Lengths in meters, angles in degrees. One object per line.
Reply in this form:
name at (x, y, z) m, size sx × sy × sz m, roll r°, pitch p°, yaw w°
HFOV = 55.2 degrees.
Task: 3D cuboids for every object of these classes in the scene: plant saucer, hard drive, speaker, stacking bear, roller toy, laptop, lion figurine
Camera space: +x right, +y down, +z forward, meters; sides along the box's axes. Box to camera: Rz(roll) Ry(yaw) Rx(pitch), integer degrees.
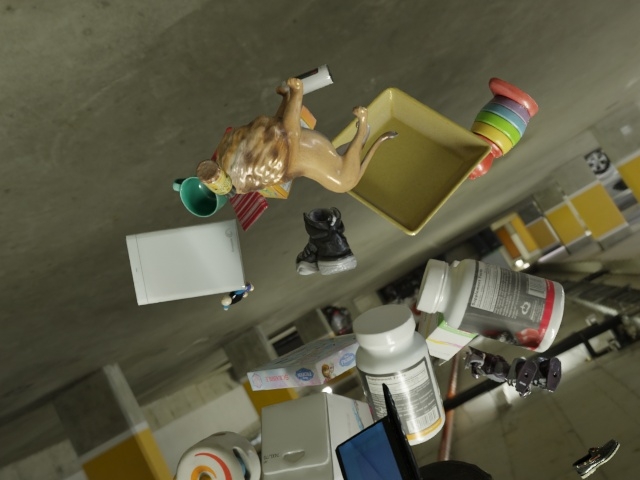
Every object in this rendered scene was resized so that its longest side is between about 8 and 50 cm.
plant saucer at (0.203, -0.196, 1.560) m, size 0.332 × 0.333 × 0.081 m, roll -46°, pitch 158°, yaw -17°
hard drive at (-0.436, 0.070, 2.001) m, size 0.354 × 0.232 × 0.047 m, roll -9°, pitch -174°, yaw -2°
speaker at (-0.034, -0.433, 1.677) m, size 0.136 × 0.055 × 0.055 m, roll -18°, pitch 174°, yaw 14°
stacking bear at (0.533, -0.330, 1.921) m, size 0.289 × 0.164 × 0.175 m, roll -56°, pitch 151°, yaw 0°
roller toy at (-0.268, 0.601, 1.582) m, size 0.146 × 0.210 × 0.191 m, roll 5°, pitch 104°, yaw -71°
laptop at (0.104, 0.428, 1.111) m, size 0.137 × 0.234 × 0.264 m, roll -19°, pitch 145°, yaw -3°
lion figurine at (-0.018, -0.179, 1.273) m, size 0.393 × 0.240 × 0.142 m, roll 14°, pitch 175°, yaw -26°

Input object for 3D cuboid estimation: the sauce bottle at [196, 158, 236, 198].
sauce bottle at (-0.172, -0.101, 1.040) m, size 0.042 × 0.042 × 0.128 m, roll -30°, pitch 167°, yaw 4°

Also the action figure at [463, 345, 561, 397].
action figure at (0.449, 0.318, 1.479) m, size 0.186 × 0.099 × 0.285 m, roll 16°, pitch 168°, yaw -9°

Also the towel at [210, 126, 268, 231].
towel at (-0.246, -0.184, 1.855) m, size 0.031 × 0.274 × 0.199 m, roll -20°, pitch 168°, yaw -30°

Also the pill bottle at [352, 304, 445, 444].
pill bottle at (0.168, 0.292, 1.345) m, size 0.162 × 0.278 × 0.162 m, roll -15°, pitch -163°, yaw 5°

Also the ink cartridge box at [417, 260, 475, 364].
ink cartridge box at (0.399, 0.241, 1.937) m, size 0.353 × 0.119 × 0.207 m, roll 110°, pitch -3°, yaw -59°

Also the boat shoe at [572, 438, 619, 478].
boat shoe at (0.719, 0.562, 1.597) m, size 0.133 × 0.042 × 0.049 m, roll -42°, pitch 167°, yaw 7°

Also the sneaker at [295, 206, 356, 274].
sneaker at (0.000, 0.000, 1.468) m, size 0.101 × 0.152 × 0.269 m, roll -12°, pitch -177°, yaw -21°

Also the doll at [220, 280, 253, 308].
doll at (-0.304, 0.200, 2.189) m, size 0.129 × 0.046 × 0.189 m, roll -45°, pitch 175°, yaw 16°

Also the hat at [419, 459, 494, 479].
hat at (0.265, 0.656, 1.432) m, size 0.332 × 0.133 × 0.331 m, roll -20°, pitch -178°, yaw 1°

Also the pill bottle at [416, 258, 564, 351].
pill bottle at (0.404, 0.146, 1.488) m, size 0.176 × 0.319 × 0.176 m, roll 15°, pitch 90°, yaw -83°

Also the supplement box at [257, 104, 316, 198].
supplement box at (-0.093, -0.222, 1.526) m, size 0.078 × 0.233 × 0.080 m, roll 10°, pitch 159°, yaw 33°

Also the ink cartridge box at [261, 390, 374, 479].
ink cartridge box at (0.020, 0.491, 1.441) m, size 0.198 × 0.197 × 0.270 m, roll -22°, pitch 147°, yaw 29°

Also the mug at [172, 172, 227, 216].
mug at (-0.353, -0.158, 1.854) m, size 0.129 × 0.157 × 0.097 m, roll -39°, pitch -174°, yaw 34°

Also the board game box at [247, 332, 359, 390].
board game box at (-0.007, 0.367, 1.890) m, size 0.319 × 0.065 × 0.318 m, roll -18°, pitch 179°, yaw -45°
